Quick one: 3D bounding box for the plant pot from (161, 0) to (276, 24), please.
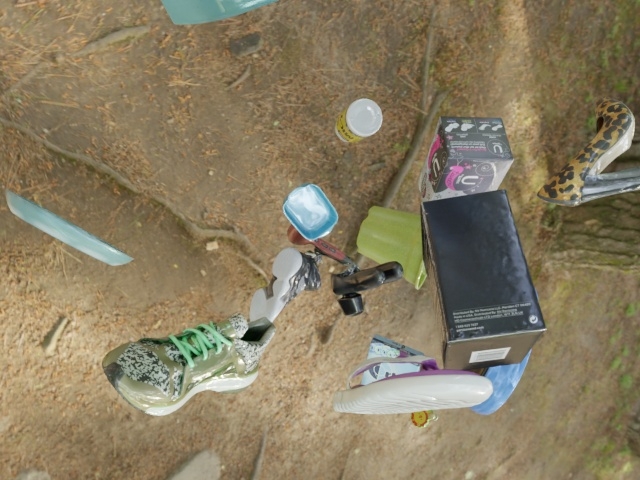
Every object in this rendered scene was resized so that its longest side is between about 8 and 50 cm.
[{"bbox_3d":[-0.159,-0.461,0.806,0.165,0.235,0.165,63,29,-30],"label":"plant pot"}]

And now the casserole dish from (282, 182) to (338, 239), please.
[{"bbox_3d":[-0.030,-0.080,1.291,0.114,0.037,0.188,-38,134,1],"label":"casserole dish"}]

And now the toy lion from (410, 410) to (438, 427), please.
[{"bbox_3d":[0.368,0.621,1.759,0.096,0.100,0.034,-27,140,24],"label":"toy lion"}]

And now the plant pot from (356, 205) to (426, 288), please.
[{"bbox_3d":[0.275,-0.002,1.721,0.276,0.254,0.276,-55,157,-36],"label":"plant pot"}]

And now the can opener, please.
[{"bbox_3d":[0.064,0.055,0.661,0.059,0.186,0.073,-26,83,-23],"label":"can opener"}]

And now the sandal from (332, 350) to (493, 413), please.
[{"bbox_3d":[0.124,0.246,0.858,0.170,0.416,0.102,10,65,-21],"label":"sandal"}]

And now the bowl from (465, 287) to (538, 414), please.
[{"bbox_3d":[0.468,0.278,1.350,0.077,0.391,0.390,21,97,3],"label":"bowl"}]

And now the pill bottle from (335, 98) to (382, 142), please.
[{"bbox_3d":[0.119,-0.391,1.620,0.119,0.208,0.119,-1,93,-11],"label":"pill bottle"}]

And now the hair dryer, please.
[{"bbox_3d":[0.000,0.000,1.540,0.293,0.224,0.080,46,59,-51],"label":"hair dryer"}]

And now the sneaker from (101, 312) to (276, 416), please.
[{"bbox_3d":[-0.229,0.203,0.946,0.182,0.158,0.410,-52,157,13],"label":"sneaker"}]

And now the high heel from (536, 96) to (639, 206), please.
[{"bbox_3d":[0.502,-0.180,0.942,0.093,0.186,0.261,56,31,-43],"label":"high heel"}]

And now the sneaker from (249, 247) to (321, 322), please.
[{"bbox_3d":[-0.088,0.146,1.378,0.153,0.101,0.268,9,116,-47],"label":"sneaker"}]

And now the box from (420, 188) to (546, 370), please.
[{"bbox_3d":[0.323,0.096,1.027,0.183,0.293,0.296,-10,154,8],"label":"box"}]

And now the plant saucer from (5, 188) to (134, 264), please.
[{"bbox_3d":[-0.605,-0.019,1.173,0.318,0.318,0.043,38,76,-39],"label":"plant saucer"}]

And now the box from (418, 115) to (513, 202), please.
[{"bbox_3d":[0.356,-0.176,1.239,0.164,0.142,0.247,0,147,-3],"label":"box"}]

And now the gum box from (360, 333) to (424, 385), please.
[{"bbox_3d":[0.215,0.396,1.477,0.041,0.157,0.184,-33,137,-57],"label":"gum box"}]
